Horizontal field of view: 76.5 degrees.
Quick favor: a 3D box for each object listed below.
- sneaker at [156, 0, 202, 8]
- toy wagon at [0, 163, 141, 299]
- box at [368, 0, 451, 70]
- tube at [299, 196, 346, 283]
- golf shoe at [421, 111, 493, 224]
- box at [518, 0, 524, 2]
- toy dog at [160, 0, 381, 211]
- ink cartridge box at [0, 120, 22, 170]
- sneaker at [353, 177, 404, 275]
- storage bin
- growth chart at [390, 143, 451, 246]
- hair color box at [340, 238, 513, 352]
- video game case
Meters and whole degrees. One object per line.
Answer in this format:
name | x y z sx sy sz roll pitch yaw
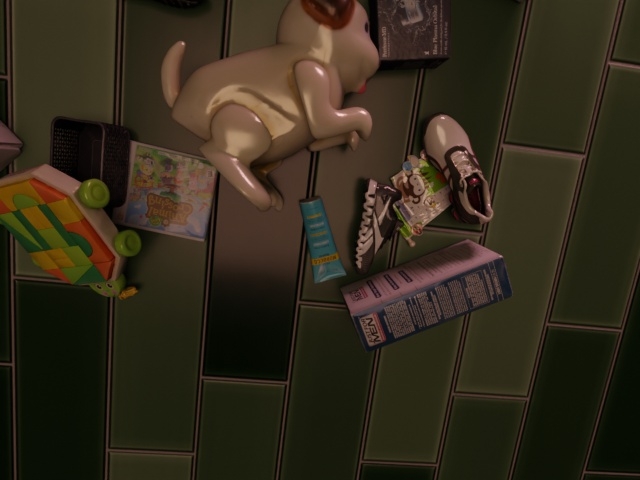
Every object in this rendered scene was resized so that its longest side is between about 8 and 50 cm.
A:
sneaker | -0.335 -0.539 0.818 0.209 0.081 0.094 11 98 -6
toy wagon | -0.509 0.008 0.852 0.268 0.068 0.344 -7 124 21
box | 0.189 -0.458 0.872 0.159 0.093 0.155 -4 101 -3
tube | 0.000 0.000 0.971 0.080 0.052 0.206 -13 108 5
golf shoe | 0.319 -0.163 0.908 0.105 0.120 0.272 -27 99 2
box | 0.405 -0.683 0.832 0.231 0.127 0.261 23 98 -7
toy dog | -0.065 -0.305 0.816 0.408 0.284 0.395 -45 83 3
ink cartridge box | -0.868 -0.247 0.784 0.286 0.166 0.394 -40 102 3
sneaker | 0.138 -0.022 0.946 0.106 0.078 0.233 10 106 5
storage bin | -0.489 -0.162 0.862 0.122 0.084 0.179 10 99 8
growth chart | 0.251 -0.123 0.979 0.237 0.021 0.172 -44 100 3
hair color box | 0.233 0.120 0.946 0.348 0.174 0.105 -20 103 0
video game case | -0.353 -0.111 0.928 0.213 0.023 0.193 12 100 -7
